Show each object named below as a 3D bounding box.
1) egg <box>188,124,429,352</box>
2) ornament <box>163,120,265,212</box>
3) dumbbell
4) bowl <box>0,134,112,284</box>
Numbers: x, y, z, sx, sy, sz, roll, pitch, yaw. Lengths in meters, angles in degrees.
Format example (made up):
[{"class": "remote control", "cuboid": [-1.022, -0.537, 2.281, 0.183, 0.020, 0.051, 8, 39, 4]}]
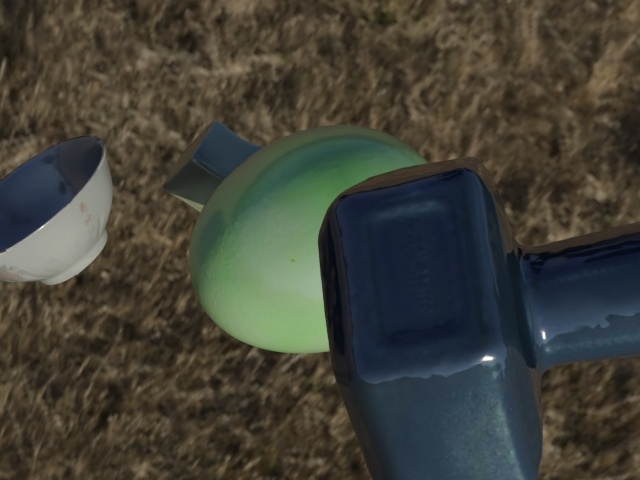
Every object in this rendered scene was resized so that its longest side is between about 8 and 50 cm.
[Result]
[{"class": "egg", "cuboid": [0.000, 0.000, 1.399, 0.269, 0.220, 0.220, -19, 68, -9]}, {"class": "ornament", "cuboid": [-0.041, -0.030, 1.610, 0.285, 0.130, 0.120, 18, 57, -9]}, {"class": "dumbbell", "cuboid": [0.167, 0.015, 0.591, 0.325, 0.160, 0.144, -10, 96, 9]}, {"class": "bowl", "cuboid": [-0.269, -0.012, 1.393, 0.086, 0.189, 0.189, 55, 49, -26]}]
